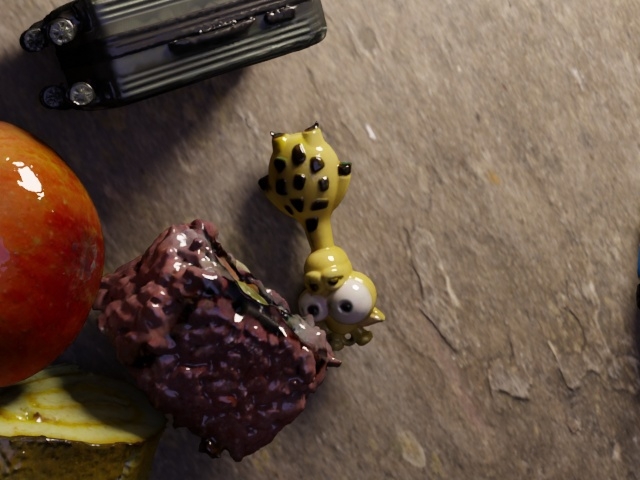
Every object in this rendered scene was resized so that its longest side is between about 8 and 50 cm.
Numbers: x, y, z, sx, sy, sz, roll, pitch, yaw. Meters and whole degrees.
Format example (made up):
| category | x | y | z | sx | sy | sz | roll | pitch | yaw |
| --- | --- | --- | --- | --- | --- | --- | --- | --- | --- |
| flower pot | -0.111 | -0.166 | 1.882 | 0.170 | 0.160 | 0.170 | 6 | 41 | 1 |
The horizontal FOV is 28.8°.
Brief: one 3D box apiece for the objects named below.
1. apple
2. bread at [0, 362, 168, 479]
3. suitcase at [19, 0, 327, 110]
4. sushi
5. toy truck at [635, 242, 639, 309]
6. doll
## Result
| category | x | y | z | sx | sy | sz | roll | pitch | yaw |
| --- | --- | --- | --- | --- | --- | --- | --- | --- | --- |
| apple | -0.320 | 0.017 | 1.278 | 0.163 | 0.251 | 0.293 | 3 | 70 | 18 |
| bread | -0.300 | 0.224 | 1.346 | 0.257 | 0.186 | 0.124 | -2 | 113 | -46 |
| suitcase | -0.160 | -0.236 | 1.384 | 0.312 | 0.202 | 0.128 | -20 | 102 | -20 |
| sushi | -0.119 | 0.099 | 1.417 | 0.171 | 0.236 | 0.270 | -43 | 111 | 11 |
| toy truck | 0.551 | 0.030 | 1.727 | 0.213 | 0.177 | 0.161 | 2 | 94 | -24 |
| doll | 0.000 | 0.000 | 1.538 | 0.117 | 0.086 | 0.291 | -9 | 103 | 18 |
